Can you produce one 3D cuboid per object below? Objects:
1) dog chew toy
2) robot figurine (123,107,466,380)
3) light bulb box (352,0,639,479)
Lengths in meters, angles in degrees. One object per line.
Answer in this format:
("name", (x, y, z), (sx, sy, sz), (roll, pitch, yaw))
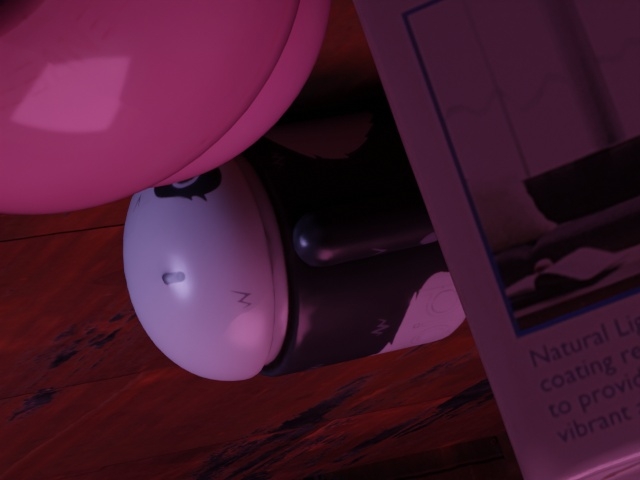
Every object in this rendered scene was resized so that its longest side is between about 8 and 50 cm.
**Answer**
("dog chew toy", (-0.088, -0.110, 0.805), (0.206, 0.207, 0.332), (-20, 174, 12))
("robot figurine", (0.000, -0.002, 1.366), (0.278, 0.174, 0.209), (-11, 141, -24))
("light bulb box", (0.145, -0.089, 0.795), (0.225, 0.361, 0.358), (-21, 166, 8))
